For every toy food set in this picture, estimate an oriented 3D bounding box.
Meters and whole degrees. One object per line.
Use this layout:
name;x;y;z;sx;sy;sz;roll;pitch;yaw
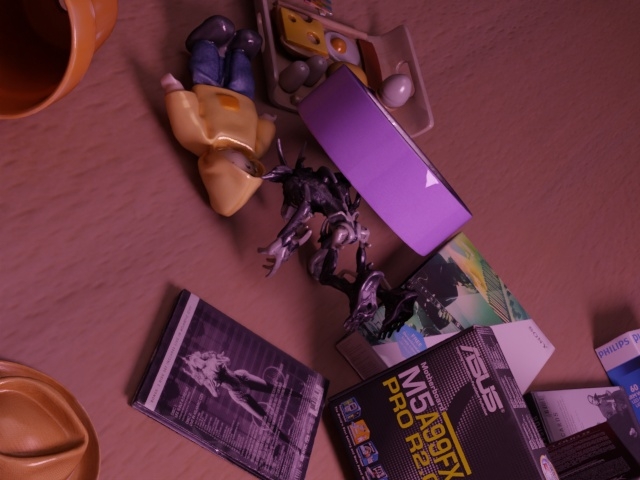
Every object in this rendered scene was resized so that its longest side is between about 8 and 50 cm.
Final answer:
toy food set;0.034;-0.292;1.511;0.306;0.092;0.219;12;54;-36

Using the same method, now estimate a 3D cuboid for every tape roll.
tape roll;0.089;-0.111;1.335;0.275;0.090;0.275;47;11;-12

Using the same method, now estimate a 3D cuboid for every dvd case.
dvd case;-0.095;0.175;1.116;0.221;0.018;0.164;35;45;-18
dvd case;0.416;0.309;1.462;0.239;0.029;0.179;4;59;-39

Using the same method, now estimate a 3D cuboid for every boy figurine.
boy figurine;-0.131;-0.165;1.277;0.177;0.092;0.285;23;46;-33

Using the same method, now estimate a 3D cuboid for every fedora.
fedora;-0.283;0.183;0.899;0.194;0.079;0.194;23;48;-29

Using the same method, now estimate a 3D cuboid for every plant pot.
plant pot;-0.330;-0.261;1.108;0.205;0.205;0.188;45;26;-6

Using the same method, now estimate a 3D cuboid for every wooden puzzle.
wooden puzzle;-0.005;-0.372;1.500;0.049;0.006;0.083;24;37;-22

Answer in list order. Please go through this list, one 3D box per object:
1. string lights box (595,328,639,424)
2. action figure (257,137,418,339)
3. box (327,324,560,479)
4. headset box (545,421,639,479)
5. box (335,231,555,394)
string lights box;0.570;0.272;1.589;0.133;0.077;0.259;-7;66;-43
action figure;0.000;0.000;1.219;0.164;0.141;0.275;9;40;-48
box;0.150;0.263;1.115;0.060;0.216;0.270;12;53;-59
headset box;0.373;0.368;1.214;0.293;0.110;0.218;-24;91;-83
box;0.186;0.149;1.354;0.232;0.058;0.322;51;40;0
